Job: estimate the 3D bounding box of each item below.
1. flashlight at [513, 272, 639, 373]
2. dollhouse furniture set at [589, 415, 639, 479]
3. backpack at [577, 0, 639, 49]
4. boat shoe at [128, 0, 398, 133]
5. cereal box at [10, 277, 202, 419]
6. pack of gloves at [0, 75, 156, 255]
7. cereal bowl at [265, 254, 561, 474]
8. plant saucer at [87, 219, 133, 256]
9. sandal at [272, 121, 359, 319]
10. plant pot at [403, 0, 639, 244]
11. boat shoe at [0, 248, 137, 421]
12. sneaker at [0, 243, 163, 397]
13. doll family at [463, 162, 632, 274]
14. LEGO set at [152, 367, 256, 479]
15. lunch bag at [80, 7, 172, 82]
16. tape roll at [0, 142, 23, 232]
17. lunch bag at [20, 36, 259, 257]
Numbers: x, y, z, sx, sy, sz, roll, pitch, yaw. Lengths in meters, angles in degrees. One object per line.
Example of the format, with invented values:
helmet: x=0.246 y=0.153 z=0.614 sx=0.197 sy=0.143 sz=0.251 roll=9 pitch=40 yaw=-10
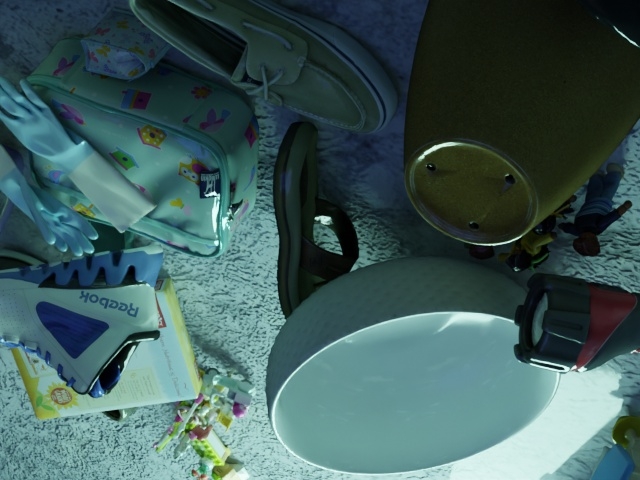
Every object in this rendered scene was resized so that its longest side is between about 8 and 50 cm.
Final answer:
flashlight: x=0.355 y=0.109 z=1.354 sx=0.304 sy=0.103 sz=0.103 roll=14 pitch=144 yaw=-10
dollhouse furniture set: x=0.425 y=0.361 z=1.670 sx=0.286 sy=0.198 sz=0.303 roll=15 pitch=110 yaw=-15
backpack: x=0.280 y=-0.324 z=0.939 sx=0.290 sy=0.273 sz=0.355 roll=45 pitch=125 yaw=-7
boat shoe: x=-0.063 y=-0.190 z=1.368 sx=0.302 sy=0.094 sz=0.109 roll=32 pitch=140 yaw=-1
cereal box: x=-0.297 y=0.150 z=1.808 sx=0.240 sy=0.047 sz=0.173 roll=-9 pitch=115 yaw=10
pack of gloves: x=-0.327 y=-0.073 z=1.522 sx=0.232 sy=0.046 sz=0.195 roll=45 pitch=140 yaw=-13
cereal bowl: x=0.097 y=0.127 z=1.517 sx=0.339 sy=0.141 sz=0.339 roll=-7 pitch=141 yaw=-6
plant saucer: x=-0.281 y=0.009 z=1.765 sx=0.067 sy=0.018 sz=0.192 roll=21 pitch=138 yaw=10
sandal: x=0.000 y=0.000 z=1.518 sx=0.086 sy=0.120 sz=0.302 roll=4 pitch=135 yaw=8
plant pot: x=0.174 y=-0.121 z=1.177 sx=0.237 sy=0.254 sz=0.237 roll=16 pitch=138 yaw=15
boat shoe: x=-0.366 y=0.136 z=1.886 sx=0.305 sy=0.091 sz=0.109 roll=43 pitch=138 yaw=-15
sneaker: x=-0.342 y=0.119 z=1.695 sx=0.316 sy=0.127 sz=0.182 roll=-11 pitch=87 yaw=9
doll family: x=0.231 y=-0.018 z=1.357 sx=0.076 sy=0.111 sz=0.193 roll=41 pitch=138 yaw=-12
LEGO set: x=-0.175 y=0.298 z=1.927 sx=0.132 sy=0.107 sz=0.287 roll=21 pitch=139 yaw=11
lunch bag: x=-0.208 y=-0.211 z=1.452 sx=0.083 sy=0.071 sz=0.053 roll=13 pitch=136 yaw=18
tape roll: x=-0.460 y=-0.046 z=1.681 sx=0.080 sy=0.189 sz=0.189 roll=26 pitch=140 yaw=5
lunch bag: x=-0.206 y=-0.097 z=1.538 sx=0.279 sy=0.108 sz=0.224 roll=21 pitch=138 yaw=12
